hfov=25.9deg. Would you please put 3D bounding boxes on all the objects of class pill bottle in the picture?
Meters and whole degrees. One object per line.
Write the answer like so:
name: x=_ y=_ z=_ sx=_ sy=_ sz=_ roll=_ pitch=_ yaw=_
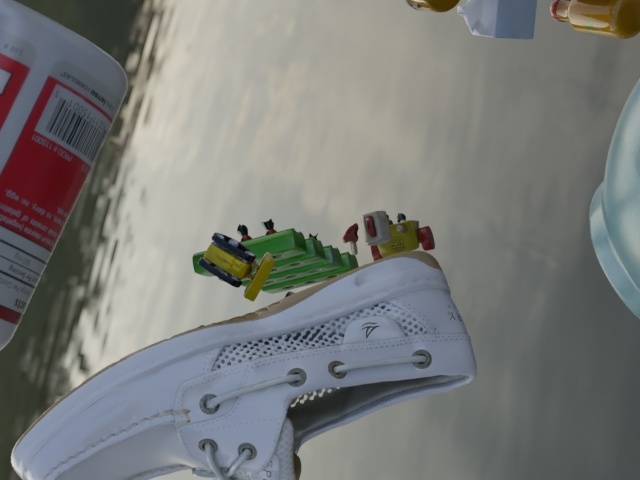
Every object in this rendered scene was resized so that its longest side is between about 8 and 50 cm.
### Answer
pill bottle: x=-0.373 y=-0.031 z=1.379 sx=0.407 sy=0.229 sz=0.229 roll=-66 pitch=18 yaw=-7

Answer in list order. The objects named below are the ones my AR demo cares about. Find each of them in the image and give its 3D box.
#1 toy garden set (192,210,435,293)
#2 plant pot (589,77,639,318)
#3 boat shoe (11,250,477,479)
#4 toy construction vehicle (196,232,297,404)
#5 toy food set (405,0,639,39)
toy garden set: x=0.000 y=0.000 z=1.464 sx=0.244 sy=0.204 sz=0.049 roll=24 pitch=-127 yaw=-72
plant pot: x=0.342 y=-0.029 z=1.116 sx=0.196 sy=0.293 sz=0.293 roll=-44 pitch=36 yaw=44
boat shoe: x=-0.040 y=0.100 z=0.805 sx=0.098 sy=0.277 sz=0.096 roll=74 pitch=171 yaw=-66
toy construction vehicle: x=-0.042 y=0.051 z=0.911 sx=0.086 sy=0.098 sz=0.035 roll=-63 pitch=-8 yaw=13
toy food set: x=0.161 y=-0.231 z=1.193 sx=0.104 sy=0.232 sz=0.111 roll=23 pitch=113 yaw=60
